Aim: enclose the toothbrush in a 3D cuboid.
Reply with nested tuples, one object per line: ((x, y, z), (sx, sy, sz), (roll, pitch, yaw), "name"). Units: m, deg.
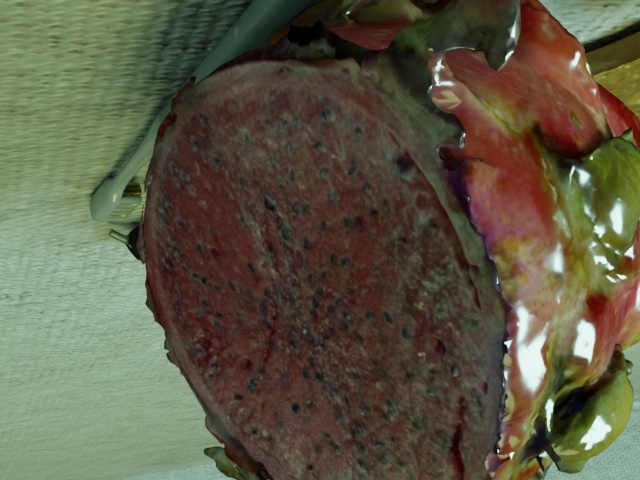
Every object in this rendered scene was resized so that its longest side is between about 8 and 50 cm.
((-0.083, -0.085, 0.667), (0.030, 0.025, 0.342), (-2, 159, -32), "toothbrush")

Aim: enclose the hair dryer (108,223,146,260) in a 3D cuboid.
((-0.075, 0.005, 0.894), (0.219, 0.072, 0.124), (7, 153, -25), "hair dryer")

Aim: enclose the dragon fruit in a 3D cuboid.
((0.084, -0.005, 0.599), (0.263, 0.296, 0.314), (-23, -179, -41), "dragon fruit")

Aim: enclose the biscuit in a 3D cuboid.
((0.237, -0.118, 0.770), (0.220, 0.029, 0.142), (-22, 158, 26), "biscuit")
